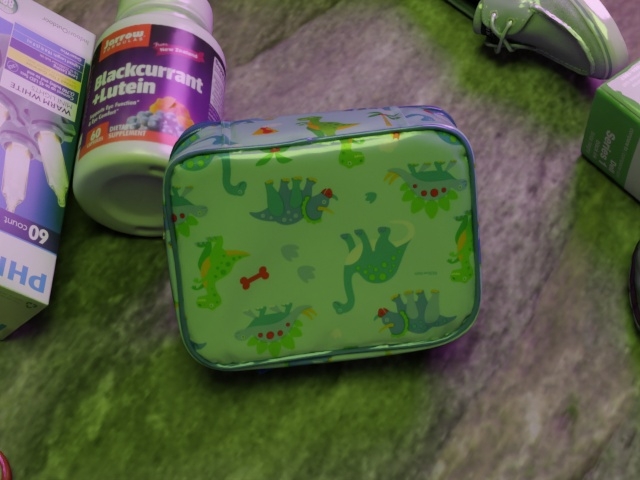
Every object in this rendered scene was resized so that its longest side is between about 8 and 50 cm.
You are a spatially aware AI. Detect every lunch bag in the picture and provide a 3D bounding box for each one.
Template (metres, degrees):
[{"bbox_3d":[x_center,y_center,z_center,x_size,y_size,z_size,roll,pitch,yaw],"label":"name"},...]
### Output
[{"bbox_3d":[0.000,0.000,0.869,0.219,0.176,0.090,-7,18,-3],"label":"lunch bag"}]

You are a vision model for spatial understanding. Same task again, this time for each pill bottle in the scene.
[{"bbox_3d":[-0.130,-0.109,0.974,0.108,0.108,0.193,1,56,0],"label":"pill bottle"}]

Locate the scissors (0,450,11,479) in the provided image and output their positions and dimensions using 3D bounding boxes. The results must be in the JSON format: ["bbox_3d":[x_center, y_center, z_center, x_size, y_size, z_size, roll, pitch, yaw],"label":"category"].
[{"bbox_3d":[-0.342,0.173,0.798,0.297,0.021,0.109,-20,64,-29],"label":"scissors"}]

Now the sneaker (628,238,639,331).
[{"bbox_3d":[0.277,0.067,0.863,0.083,0.098,0.223,-5,57,-4],"label":"sneaker"}]

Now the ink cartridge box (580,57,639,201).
[{"bbox_3d":[0.339,-0.066,0.956,0.160,0.092,0.219,-34,63,-20],"label":"ink cartridge box"}]

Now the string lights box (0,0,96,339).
[{"bbox_3d":[-0.259,-0.070,0.931,0.133,0.077,0.259,26,49,-32],"label":"string lights box"}]

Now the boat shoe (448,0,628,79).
[{"bbox_3d":[0.163,-0.198,1.060,0.081,0.079,0.227,-34,57,-13],"label":"boat shoe"}]
